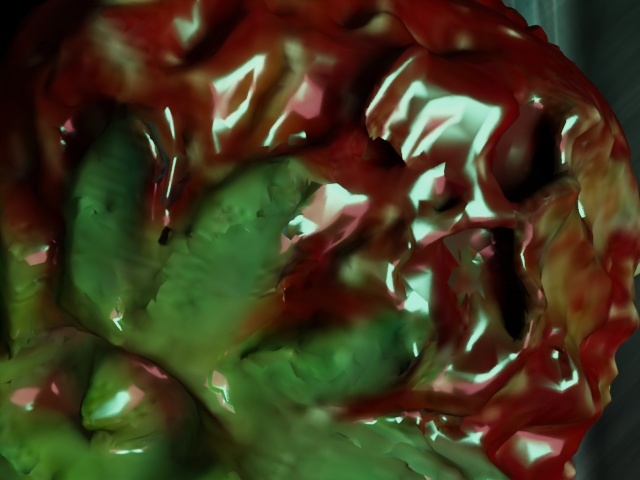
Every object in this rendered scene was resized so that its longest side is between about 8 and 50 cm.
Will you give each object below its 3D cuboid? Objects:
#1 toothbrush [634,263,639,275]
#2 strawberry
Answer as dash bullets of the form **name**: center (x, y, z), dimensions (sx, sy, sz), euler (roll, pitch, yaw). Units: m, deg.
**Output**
- **toothbrush**: center (0.103, 0.057, 0.880), dimensions (0.375, 0.037, 0.028), euler (-19, 132, -37)
- **strawberry**: center (0.000, 0.000, 0.602), dimensions (0.345, 0.295, 0.317), euler (-51, 134, -58)
